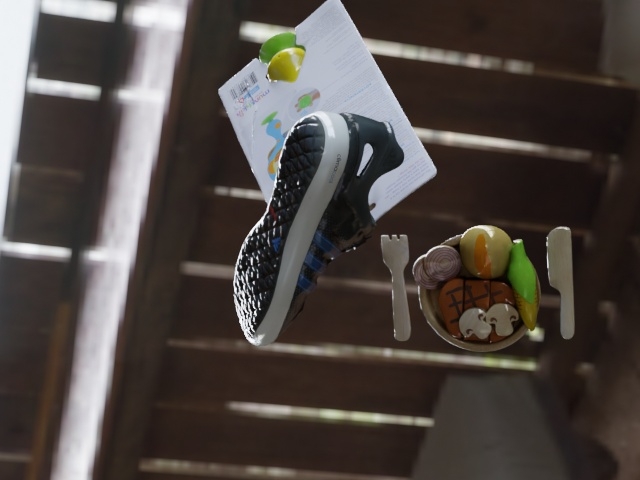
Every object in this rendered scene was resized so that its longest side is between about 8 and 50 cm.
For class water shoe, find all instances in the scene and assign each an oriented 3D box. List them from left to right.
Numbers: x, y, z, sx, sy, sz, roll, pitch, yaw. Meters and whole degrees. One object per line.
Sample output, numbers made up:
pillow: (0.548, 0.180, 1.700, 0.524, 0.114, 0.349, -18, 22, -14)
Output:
water shoe: (0.000, 0.000, 1.204, 0.073, 0.080, 0.203, -112, 33, -41)

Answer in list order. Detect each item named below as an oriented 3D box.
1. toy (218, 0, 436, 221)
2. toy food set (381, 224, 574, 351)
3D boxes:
toy: (0.010, -0.084, 1.434, 0.137, 0.056, 0.237, -37, 50, 13)
toy food set: (0.156, 0.050, 1.717, 0.038, 0.192, 0.132, -41, -54, -70)
